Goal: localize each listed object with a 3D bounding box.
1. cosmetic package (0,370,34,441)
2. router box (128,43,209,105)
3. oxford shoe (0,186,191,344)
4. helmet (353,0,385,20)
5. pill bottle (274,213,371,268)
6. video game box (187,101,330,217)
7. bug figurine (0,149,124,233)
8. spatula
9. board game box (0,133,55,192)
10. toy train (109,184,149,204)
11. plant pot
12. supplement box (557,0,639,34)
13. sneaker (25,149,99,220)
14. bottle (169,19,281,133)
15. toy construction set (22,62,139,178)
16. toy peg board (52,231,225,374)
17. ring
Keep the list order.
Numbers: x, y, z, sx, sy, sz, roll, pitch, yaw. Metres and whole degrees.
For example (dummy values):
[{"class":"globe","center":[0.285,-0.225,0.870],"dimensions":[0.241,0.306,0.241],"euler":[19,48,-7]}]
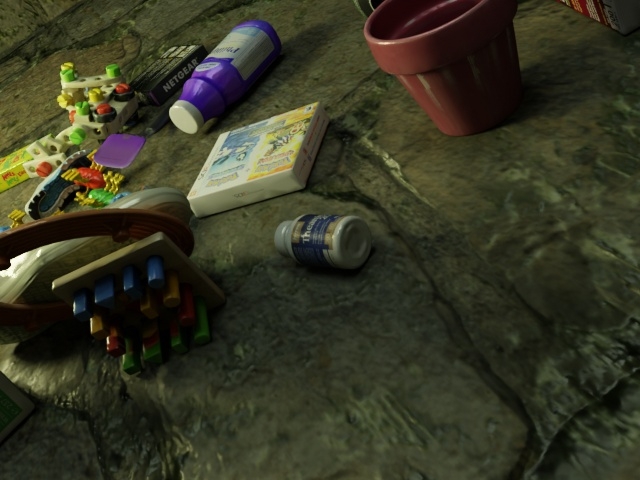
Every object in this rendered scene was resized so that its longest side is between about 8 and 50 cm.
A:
[{"class":"cosmetic package","center":[-0.589,0.272,1.069],"dimensions":[0.155,0.197,0.365],"euler":[14,56,49]},{"class":"router box","center":[-0.354,-0.381,1.901],"dimensions":[0.133,0.046,0.179],"euler":[12,53,48]},{"class":"oxford shoe","center":[-0.372,0.019,1.193],"dimensions":[0.449,0.169,0.130],"euler":[-29,65,29]},{"class":"helmet","center":[0.129,-0.467,1.491],"dimensions":[0.170,0.161,0.169],"euler":[-22,33,16]},{"class":"pill bottle","center":[0.000,0.000,1.052],"dimensions":[0.120,0.067,0.067],"euler":[3,46,43]},{"class":"video game box","center":[-0.100,-0.131,1.340],"dimensions":[0.205,0.048,0.187],"euler":[-14,38,27]},{"class":"bug figurine","center":[-0.475,-0.051,1.530],"dimensions":[0.279,0.072,0.216],"euler":[-42,39,-25]},{"class":"spatula","center":[-0.348,-0.216,1.640],"dimensions":[0.084,0.030,0.296],"euler":[9,30,15]},{"class":"board game box","center":[-0.691,-0.172,1.910],"dimensions":[0.181,0.043,0.092],"euler":[-23,33,14]},{"class":"toy train","center":[-0.308,-0.012,1.332],"dimensions":[0.105,0.080,0.184],"euler":[1,41,28]},{"class":"plant pot","center":[0.186,-0.252,1.129],"dimensions":[0.201,0.180,0.201],"euler":[-23,33,16]},{"class":"supplement box","center":[0.391,-0.399,1.202],"dimensions":[0.073,0.130,0.239],"euler":[-30,31,4]},{"class":"sneaker","center":[-0.524,-0.116,1.668],"dimensions":[0.190,0.071,0.083],"euler":[-46,28,-22]},{"class":"bottle","center":[-0.191,-0.324,1.637],"dimensions":[0.118,0.092,0.282],"euler":[3,46,42]},{"class":"toy construction set","center":[-0.512,-0.268,1.784],"dimensions":[0.215,0.151,0.327],"euler":[5,50,10]},{"class":"toy peg board","center":[-0.224,0.090,1.050],"dimensions":[0.161,0.160,0.079],"euler":[-24,49,11]},{"class":"ring","center":[-0.326,0.050,1.086],"dimensions":[0.337,0.336,0.032],"euler":[-24,70,13]}]
